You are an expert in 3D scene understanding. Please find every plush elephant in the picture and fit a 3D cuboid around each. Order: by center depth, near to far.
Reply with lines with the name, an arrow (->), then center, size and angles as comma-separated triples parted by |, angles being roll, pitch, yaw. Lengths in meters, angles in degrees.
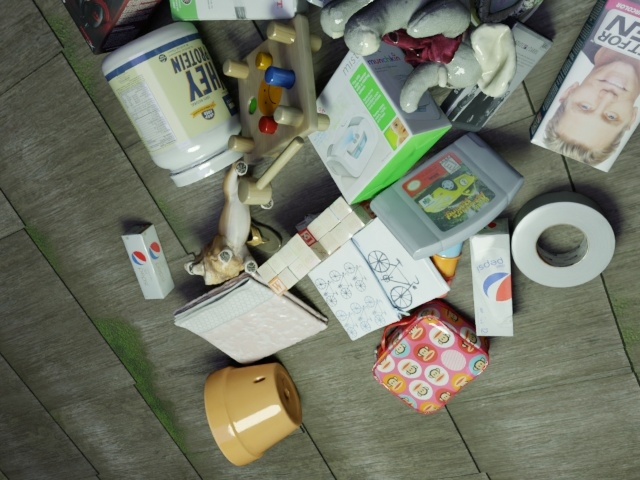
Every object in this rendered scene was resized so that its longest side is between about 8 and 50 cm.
plush elephant -> 0.195, -0.359, 1.025 | 0.330, 0.272, 0.255 | -32, 119, -3

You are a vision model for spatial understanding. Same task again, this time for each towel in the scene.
towel -> -0.200, 0.232, 1.623 | 0.332, 0.053, 0.317 | -29, 130, 29

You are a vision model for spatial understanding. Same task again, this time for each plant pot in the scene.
plant pot -> -0.186, 0.495, 1.705 | 0.204, 0.291, 0.290 | -23, 108, 9

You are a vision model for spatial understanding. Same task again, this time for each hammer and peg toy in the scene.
hammer and peg toy -> -0.090, -0.266, 1.226 | 0.266, 0.128, 0.360 | -18, 74, 49

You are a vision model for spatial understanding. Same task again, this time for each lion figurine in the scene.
lion figurine -> -0.221, -0.057, 1.461 | 0.142, 0.240, 0.391 | 18, 96, -23

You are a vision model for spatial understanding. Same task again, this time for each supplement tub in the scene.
supplement tub -> -0.329, -0.314, 1.340 | 0.236, 0.235, 0.324 | -18, 110, 24

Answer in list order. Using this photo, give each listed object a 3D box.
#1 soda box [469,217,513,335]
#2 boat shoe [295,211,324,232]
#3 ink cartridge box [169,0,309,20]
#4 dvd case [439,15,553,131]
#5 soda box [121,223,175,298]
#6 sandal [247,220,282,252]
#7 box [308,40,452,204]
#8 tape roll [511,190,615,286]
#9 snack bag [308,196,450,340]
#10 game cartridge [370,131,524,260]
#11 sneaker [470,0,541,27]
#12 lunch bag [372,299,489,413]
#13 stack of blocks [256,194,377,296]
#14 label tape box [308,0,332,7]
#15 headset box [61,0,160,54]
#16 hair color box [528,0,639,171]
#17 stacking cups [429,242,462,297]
soda box -> 0.421, 0.093, 1.399 | 0.091, 0.098, 0.286 | -2, 115, 18
boat shoe -> -0.026, -0.053, 1.499 | 0.100, 0.035, 0.035 | -32, 106, 35
ink cartridge box -> -0.177, -0.587, 1.217 | 0.290, 0.121, 0.211 | 6, 118, 14
dvd case -> 0.351, -0.328, 1.166 | 0.029, 0.179, 0.238 | 53, 124, 26
soda box -> -0.505, 0.064, 1.682 | 0.069, 0.074, 0.216 | -4, 115, 19
sandal -> -0.190, -0.021, 1.555 | 0.180, 0.049, 0.072 | 35, 120, -2
box -> 0.109, -0.248, 1.215 | 0.231, 0.127, 0.262 | 60, 143, 12
tape roll -> 0.556, -0.002, 1.323 | 0.220, 0.072, 0.219 | 7, 117, 14
snack bag -> 0.122, 0.070, 1.465 | 0.343, 0.037, 0.323 | -30, 94, 34
game cartridge -> 0.280, -0.094, 1.241 | 0.294, 0.060, 0.196 | -35, 63, -3
sneaker -> 0.423, -0.538, 1.023 | 0.158, 0.182, 0.410 | 35, 121, -2
lunch bag -> 0.278, 0.307, 1.540 | 0.258, 0.120, 0.293 | 37, 121, -3
stack of blocks -> 0.000, 0.000, 1.380 | 0.087, 0.171, 0.297 | 51, 124, 3
label tape box -> 0.069, -0.559, 1.074 | 0.348, 0.115, 0.249 | 10, 125, -27
headset box -> -0.459, -0.582, 1.239 | 0.293, 0.110, 0.218 | -25, 97, 49
hair color box -> 0.576, -0.330, 1.129 | 0.174, 0.105, 0.347 | 23, 121, 5
stacking cups -> 0.303, -0.004, 1.392 | 0.096, 0.096, 0.316 | 14, 121, 10
